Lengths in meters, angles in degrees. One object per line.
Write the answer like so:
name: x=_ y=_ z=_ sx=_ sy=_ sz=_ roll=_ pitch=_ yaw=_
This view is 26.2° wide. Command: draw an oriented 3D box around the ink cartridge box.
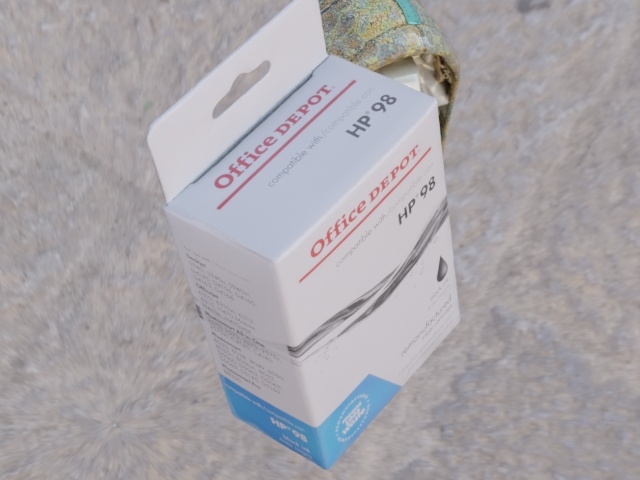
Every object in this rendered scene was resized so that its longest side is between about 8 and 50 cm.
ink cartridge box: x=0.000 y=0.000 z=0.572 sx=0.060 sy=0.180 sz=0.104 roll=28 pitch=59 yaw=30

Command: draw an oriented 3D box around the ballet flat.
ballet flat: x=0.036 y=-0.011 z=0.948 sx=0.123 sy=0.123 sz=0.349 roll=-4 pitch=125 yaw=-9
